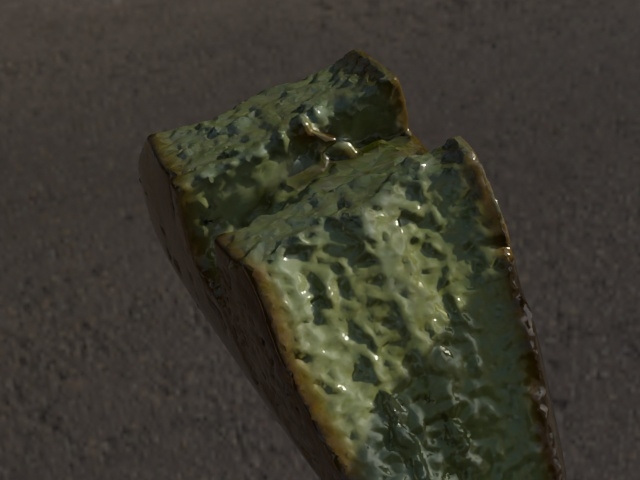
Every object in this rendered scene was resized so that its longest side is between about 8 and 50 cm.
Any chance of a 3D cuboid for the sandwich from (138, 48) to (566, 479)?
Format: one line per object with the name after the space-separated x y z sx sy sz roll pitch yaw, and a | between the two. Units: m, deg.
0.000 0.000 0.473 0.090 0.088 0.244 -18 37 -15 | sandwich
